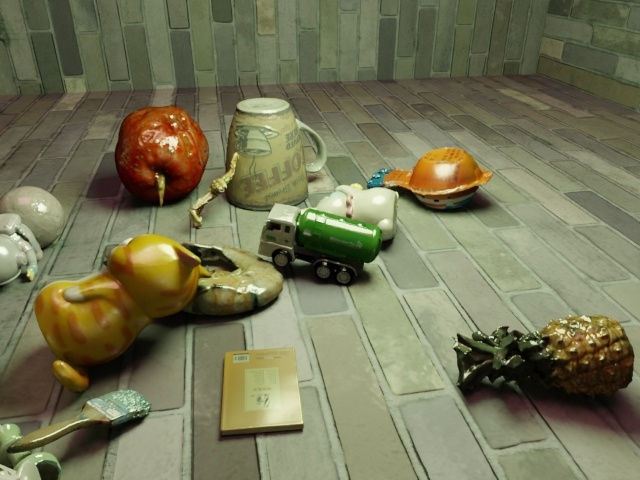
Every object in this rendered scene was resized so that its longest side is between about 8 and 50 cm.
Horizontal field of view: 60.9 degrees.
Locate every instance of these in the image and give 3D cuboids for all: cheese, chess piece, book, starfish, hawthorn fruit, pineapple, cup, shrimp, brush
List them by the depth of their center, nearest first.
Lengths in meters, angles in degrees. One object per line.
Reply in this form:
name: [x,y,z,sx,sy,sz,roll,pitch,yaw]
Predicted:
chess piece: [-0.396,0.275,0.705,0.149,0.059,0.059,18,33,38]
brush: [-0.321,0.245,0.732,0.070,0.021,0.196,19,16,30]
pineapple: [0.329,0.178,0.826,0.248,0.128,0.128,-4,28,4]
book: [-0.091,0.226,0.838,0.118,0.012,0.172,-3,28,-6]
shrimp: [-0.250,0.061,1.080,0.360,0.085,0.247,7,25,1]
starfish: [-0.262,-0.130,1.336,0.209,0.053,0.150,-58,24,-10]
hawthorn fruit: [-0.419,-0.229,1.435,0.258,0.258,0.262,-4,12,-8]
cheese: [0.287,-0.167,1.453,0.329,0.129,0.217,2,29,30]
cup: [-0.110,-0.245,1.461,0.301,0.257,0.227,-15,34,-30]

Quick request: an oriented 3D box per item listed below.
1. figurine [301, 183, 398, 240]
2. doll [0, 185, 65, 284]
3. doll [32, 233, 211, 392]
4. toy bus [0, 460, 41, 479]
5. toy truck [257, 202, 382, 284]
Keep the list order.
figurine: [0.058,-0.070,1.273,0.236,0.127,0.155,4,47,12]
doll: [-0.642,-0.006,1.136,0.151,0.150,0.287,-1,32,-2]
doll: [-0.325,0.092,0.884,0.270,0.162,0.167,-41,1,-11]
toy bus: [-0.355,0.340,0.491,0.179,0.143,0.305,-4,28,-13]
toy truck: [0.000,0.000,1.114,0.243,0.125,0.101,14,30,2]
